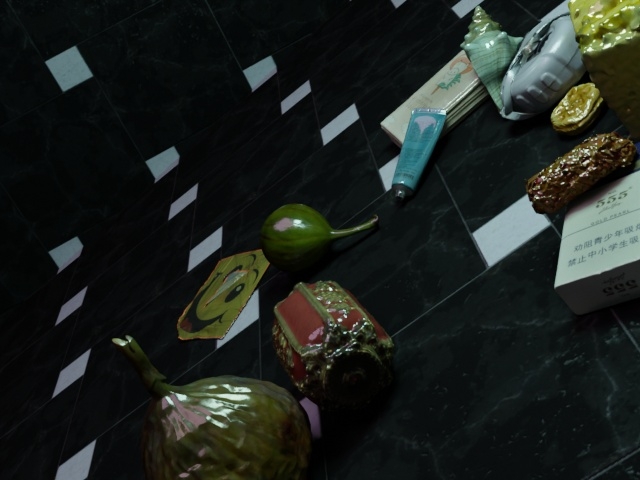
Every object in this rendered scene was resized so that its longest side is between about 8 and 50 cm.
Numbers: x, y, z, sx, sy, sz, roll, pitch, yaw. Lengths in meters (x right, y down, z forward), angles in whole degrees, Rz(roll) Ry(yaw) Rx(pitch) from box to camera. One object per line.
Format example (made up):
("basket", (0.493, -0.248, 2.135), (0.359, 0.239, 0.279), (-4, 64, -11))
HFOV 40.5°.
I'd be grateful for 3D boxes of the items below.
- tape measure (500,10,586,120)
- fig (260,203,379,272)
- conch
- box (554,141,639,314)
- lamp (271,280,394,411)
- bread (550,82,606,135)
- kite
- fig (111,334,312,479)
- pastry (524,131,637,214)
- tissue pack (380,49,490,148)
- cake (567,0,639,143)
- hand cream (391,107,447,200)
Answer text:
("tape measure", (0.432, -0.334, 1.634), (0.236, 0.120, 0.197), (-59, 11, -22))
("fig", (0.000, 0.000, 1.818), (0.259, 0.151, 0.151), (5, 47, 24))
("conch", (0.348, -0.381, 1.746), (0.114, 0.137, 0.233), (-36, 42, 27))
("box", (0.422, -0.028, 1.211), (0.168, 0.071, 0.259), (-24, 29, 39))
("lamp", (0.015, 0.167, 1.417), (0.177, 0.177, 0.274), (-43, 21, 0))
("bread", (0.458, -0.231, 1.532), (0.110, 0.044, 0.083), (-52, 28, -15))
("kite", (-0.218, 0.116, 2.053), (0.327, 0.013, 0.377), (-39, 23, 8))
("fig", (-0.197, 0.284, 1.315), (0.286, 0.368, 0.286), (-39, 13, 11))
("pastry", (0.369, -0.103, 1.253), (0.169, 0.063, 0.087), (-37, 21, 17))
("tissue pack", (0.289, -0.324, 1.915), (0.325, 0.071, 0.170), (-41, 29, 5))
("cake", (0.535, -0.338, 1.360), (0.222, 0.227, 0.286), (-29, 27, 32))
("hand cream", (0.196, -0.182, 1.803), (0.083, 0.048, 0.224), (8, 65, 31))
